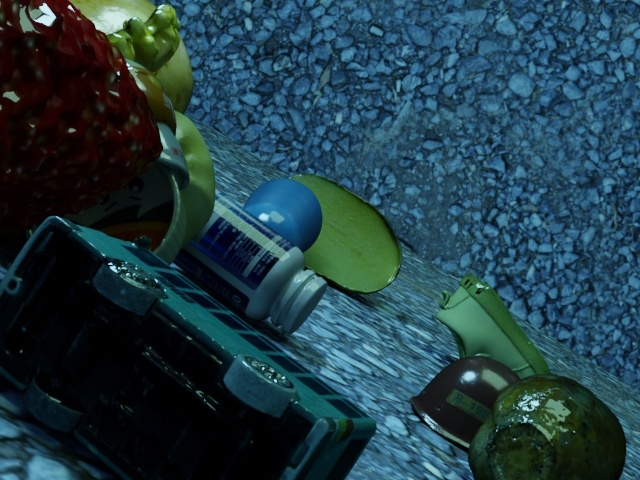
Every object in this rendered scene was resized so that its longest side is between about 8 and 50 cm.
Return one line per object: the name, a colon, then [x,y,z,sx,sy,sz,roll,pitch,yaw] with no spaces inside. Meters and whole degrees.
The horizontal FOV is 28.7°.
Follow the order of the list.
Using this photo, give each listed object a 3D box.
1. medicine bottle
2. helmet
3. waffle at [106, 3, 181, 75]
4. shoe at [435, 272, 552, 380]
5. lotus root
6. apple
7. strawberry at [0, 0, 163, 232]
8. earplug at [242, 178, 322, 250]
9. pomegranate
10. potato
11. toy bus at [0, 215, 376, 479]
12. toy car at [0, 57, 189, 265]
medicine bottle: [-0.091,0.028,1.530,0.191,0.107,0.107,36,7,10]
helmet: [0.210,0.207,1.551,0.175,0.106,0.155,38,10,27]
waffle: [-0.286,-0.162,1.399,0.062,0.329,0.329,60,5,-3]
shoe: [0.290,0.176,2.058,0.262,0.128,0.140,58,14,-7]
lotus root: [0.255,0.228,1.370,0.160,0.152,0.275,42,11,18]
apple: [-0.206,-0.066,1.415,0.200,0.200,0.200,30,6,-4]
strawberry: [-0.301,-0.135,1.036,0.292,0.292,0.343,33,18,26]
earplug: [-0.074,-0.017,1.938,0.132,0.132,0.273,30,10,0]
pomegranate: [-0.338,-0.252,1.942,0.307,0.307,0.307,30,6,-4]
potato: [0.010,-0.005,2.184,0.271,0.160,0.111,28,-18,-10]
toy bus: [-0.101,0.101,0.868,0.256,0.128,0.147,35,6,23]
toy car: [-0.217,-0.052,1.224,0.235,0.235,0.145,32,-15,15]
